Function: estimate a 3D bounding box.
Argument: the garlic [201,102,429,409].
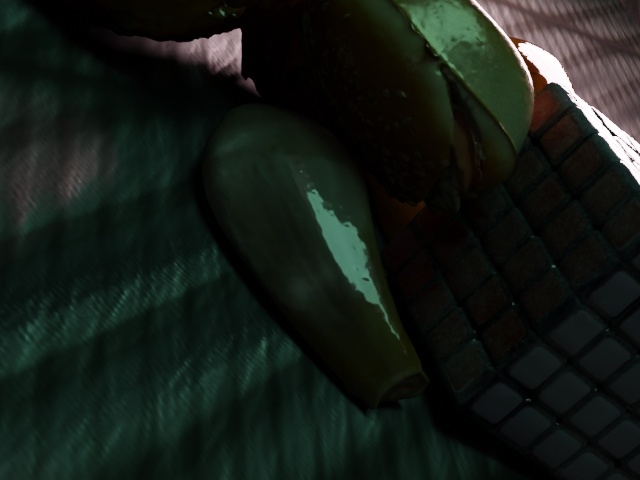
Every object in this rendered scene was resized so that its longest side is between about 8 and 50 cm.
[{"bbox_3d":[-0.006,-0.003,1.413,0.143,0.112,0.318,19,42,-55],"label":"garlic"}]

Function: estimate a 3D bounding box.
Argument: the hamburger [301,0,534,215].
[{"bbox_3d":[0.074,-0.131,1.458,0.237,0.147,0.237,43,-16,16],"label":"hamburger"}]

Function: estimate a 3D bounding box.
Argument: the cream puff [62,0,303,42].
[{"bbox_3d":[-0.127,-0.326,1.554,0.350,0.350,0.229,43,-20,-3],"label":"cream puff"}]

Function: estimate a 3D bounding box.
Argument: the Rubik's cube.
[{"bbox_3d":[0.231,0.050,1.522,0.237,0.238,0.237,35,20,-36],"label":"Rubik's cube"}]

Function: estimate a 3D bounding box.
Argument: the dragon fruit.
[{"bbox_3d":[0.038,-0.185,1.666,0.274,0.193,0.192,30,16,24],"label":"dragon fruit"}]

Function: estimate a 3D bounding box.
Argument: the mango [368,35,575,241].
[{"bbox_3d":[0.149,-0.083,1.748,0.201,0.199,0.350,18,34,6],"label":"mango"}]
